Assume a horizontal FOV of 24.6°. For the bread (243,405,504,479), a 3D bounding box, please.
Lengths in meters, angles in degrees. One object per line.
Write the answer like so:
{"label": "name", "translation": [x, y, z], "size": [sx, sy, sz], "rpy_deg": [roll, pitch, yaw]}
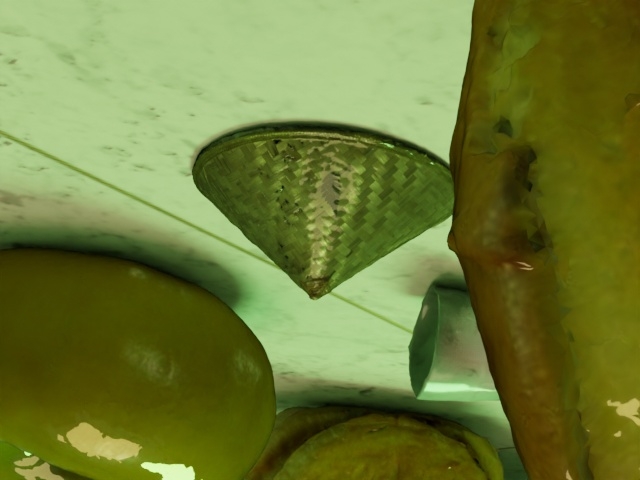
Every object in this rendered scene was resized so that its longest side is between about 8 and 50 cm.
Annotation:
{"label": "bread", "translation": [0.039, 0.234, 1.177], "size": [0.236, 0.198, 0.120], "rpy_deg": [7, 174, -3]}

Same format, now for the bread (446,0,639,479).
{"label": "bread", "translation": [0.138, -0.001, 0.516], "size": [0.146, 0.268, 0.268], "rpy_deg": [-17, 151, 22]}

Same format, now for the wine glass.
{"label": "wine glass", "translation": [0.137, 0.071, 0.916], "size": [0.155, 0.073, 0.073], "rpy_deg": [6, 159, -7]}

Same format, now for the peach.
{"label": "peach", "translation": [-0.155, 0.096, 0.966], "size": [0.251, 0.153, 0.251], "rpy_deg": [15, 148, 9]}

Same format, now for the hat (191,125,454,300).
{"label": "hat", "translation": [0.000, 0.000, 0.772], "size": [0.146, 0.067, 0.146], "rpy_deg": [6, 159, 2]}
